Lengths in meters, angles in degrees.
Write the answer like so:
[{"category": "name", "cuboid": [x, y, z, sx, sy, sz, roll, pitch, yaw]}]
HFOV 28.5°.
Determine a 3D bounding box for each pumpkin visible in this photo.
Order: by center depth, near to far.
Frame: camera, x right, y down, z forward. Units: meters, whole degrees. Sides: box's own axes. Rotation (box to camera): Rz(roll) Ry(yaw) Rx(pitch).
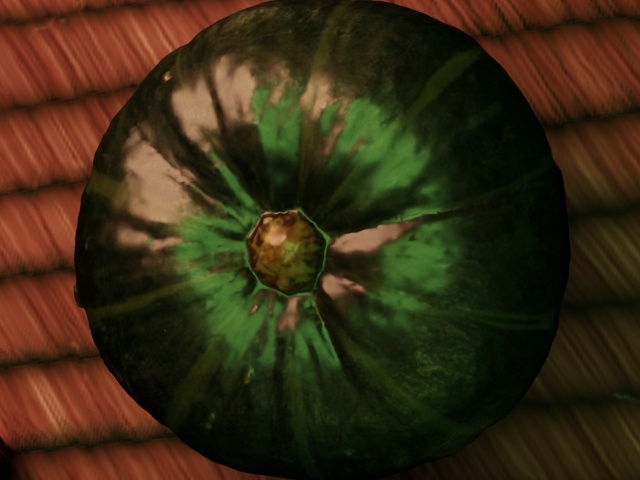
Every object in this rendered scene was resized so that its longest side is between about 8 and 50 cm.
[{"category": "pumpkin", "cuboid": [0.000, 0.000, 0.771, 0.300, 0.207, 0.300, 2, 99, 10]}]

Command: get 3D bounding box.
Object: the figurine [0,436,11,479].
[{"category": "figurine", "cuboid": [-0.231, 0.279, 0.806, 0.168, 0.187, 0.315, -34, 72, 9]}]
